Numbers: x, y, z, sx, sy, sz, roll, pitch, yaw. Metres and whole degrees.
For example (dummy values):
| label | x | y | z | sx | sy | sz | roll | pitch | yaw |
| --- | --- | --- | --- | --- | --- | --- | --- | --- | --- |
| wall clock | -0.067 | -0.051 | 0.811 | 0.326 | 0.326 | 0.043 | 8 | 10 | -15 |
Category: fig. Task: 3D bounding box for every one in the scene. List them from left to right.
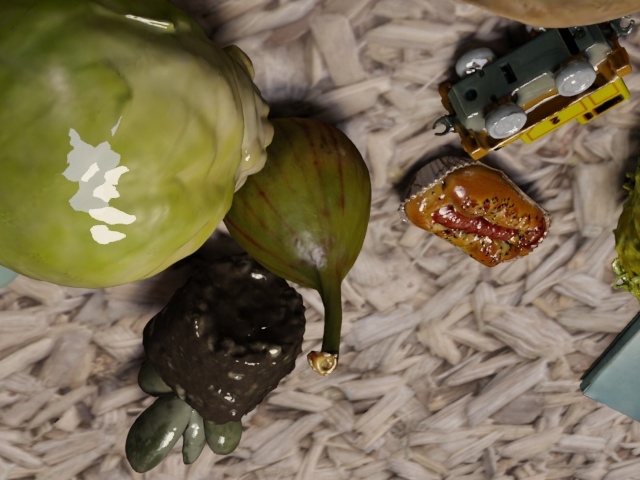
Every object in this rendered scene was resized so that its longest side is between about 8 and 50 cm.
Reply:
| label | x | y | z | sx | sy | sz | roll | pitch | yaw |
| --- | --- | --- | --- | --- | --- | --- | --- | --- | --- |
| fig | 0.000 | 0.000 | 1.851 | 0.151 | 0.259 | 0.151 | -19 | 145 | -14 |

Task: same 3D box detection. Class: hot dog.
| label | x | y | z | sx | sy | sz | roll | pitch | yaw |
| --- | --- | --- | --- | --- | --- | --- | --- | --- | --- |
| hot dog | 0.164 | -0.028 | 2.046 | 0.108 | 0.059 | 0.191 | -35 | 141 | 25 |

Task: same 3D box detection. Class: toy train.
| label | x | y | z | sx | sy | sz | roll | pitch | yaw |
| --- | --- | --- | --- | --- | --- | --- | --- | --- | --- |
| toy train | 0.213 | -0.149 | 1.901 | 0.219 | 0.089 | 0.127 | -30 | 150 | 12 |

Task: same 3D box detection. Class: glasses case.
| label | x | y | z | sx | sy | sz | roll | pitch | yaw |
| --- | --- | --- | --- | --- | --- | --- | --- | --- | --- |
| glasses case | 0.421 | 0.103 | 2.318 | 0.105 | 0.056 | 0.266 | 27 | 126 | -13 |

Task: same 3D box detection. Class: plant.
| label | x | y | z | sx | sy | sz | roll | pitch | yaw |
| --- | --- | --- | --- | --- | --- | --- | --- | --- | --- |
| plant | -0.114 | 0.138 | 2.056 | 0.146 | 0.149 | 0.274 | -23 | 156 | -39 |

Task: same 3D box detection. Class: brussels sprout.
| label | x | y | z | sx | sy | sz | roll | pitch | yaw |
| --- | --- | --- | --- | --- | --- | --- | --- | --- | --- |
| brussels sprout | -0.199 | -0.094 | 1.691 | 0.273 | 0.243 | 0.316 | -52 | 141 | 1 |

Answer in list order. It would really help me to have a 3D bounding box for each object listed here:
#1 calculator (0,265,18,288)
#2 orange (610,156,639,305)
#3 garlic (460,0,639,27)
| label | x | y | z | sx | sy | sz | roll | pitch | yaw |
| --- | --- | --- | --- | --- | --- | --- | --- | --- | --- |
| calculator | -0.372 | -0.012 | 1.857 | 0.295 | 0.042 | 0.184 | -3 | 139 | -15 |
| orange | 0.456 | -0.019 | 2.048 | 0.300 | 0.223 | 0.301 | 3 | 141 | -9 |
| garlic | 0.242 | -0.292 | 1.735 | 0.196 | 0.151 | 0.338 | 33 | 131 | -13 |
